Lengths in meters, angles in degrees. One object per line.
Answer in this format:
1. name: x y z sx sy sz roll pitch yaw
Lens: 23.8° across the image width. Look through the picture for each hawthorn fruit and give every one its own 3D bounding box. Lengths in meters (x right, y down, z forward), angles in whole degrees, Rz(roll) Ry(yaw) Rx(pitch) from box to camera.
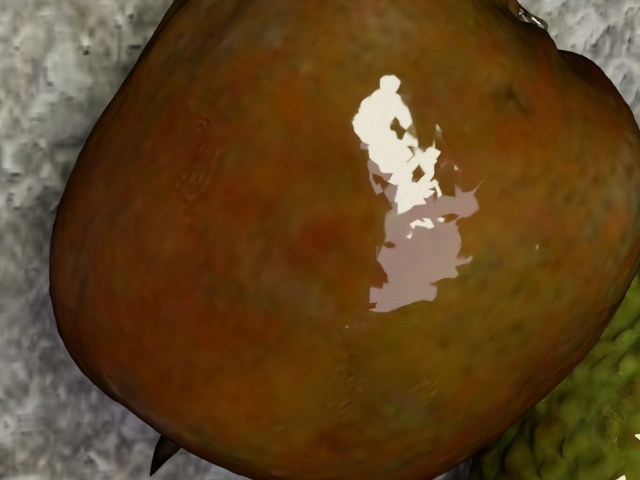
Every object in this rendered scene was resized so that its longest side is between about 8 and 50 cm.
1. hawthorn fruit: 0.000 0.000 0.727 0.268 0.268 0.301 35 96 -27

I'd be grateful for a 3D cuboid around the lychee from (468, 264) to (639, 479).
1. lychee: 0.217 0.134 0.866 0.270 0.270 0.320 12 83 -24
